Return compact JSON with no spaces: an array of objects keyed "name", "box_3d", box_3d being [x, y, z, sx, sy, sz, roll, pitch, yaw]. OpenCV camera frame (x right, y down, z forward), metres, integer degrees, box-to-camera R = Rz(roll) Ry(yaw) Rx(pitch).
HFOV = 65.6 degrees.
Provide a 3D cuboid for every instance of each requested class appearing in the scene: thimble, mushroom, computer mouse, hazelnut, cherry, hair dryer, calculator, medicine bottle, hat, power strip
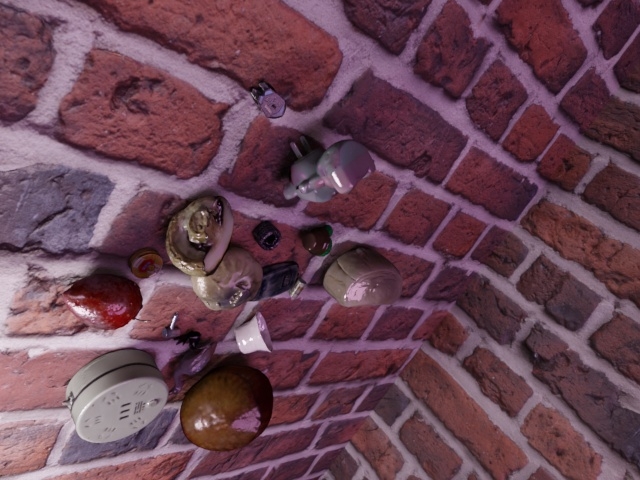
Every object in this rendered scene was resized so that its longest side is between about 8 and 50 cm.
[{"name":"thimble","box_3d":[-0.200,-0.016,1.892,0.095,0.066,0.104,-49,146,8]},{"name":"mushroom","box_3d":[-0.400,-0.017,1.628,0.189,0.163,0.267,30,67,-76]},{"name":"computer mouse","box_3d":[-0.162,-0.436,1.546,0.079,0.047,0.135,-41,132,5]},{"name":"hazelnut","box_3d":[-0.403,0.732,2.197,0.421,0.353,0.421,-41,178,-2]},{"name":"cherry","box_3d":[-0.675,0.189,1.546,0.249,0.192,0.175,20,75,-44]},{"name":"hair dryer","box_3d":[-0.558,0.318,1.900,0.063,0.037,0.115,4,115,-47]},{"name":"calculator","box_3d":[-0.198,0.173,2.099,0.268,0.040,0.177,-17,138,-38]},{"name":"medicine bottle","box_3d":[-0.102,0.213,2.213,0.047,0.047,0.083,15,113,-49]},{"name":"hat","box_3d":[-0.293,0.411,2.140,0.126,0.203,0.203,-19,140,-1]},{"name":"power strip","box_3d":[-0.761,0.582,1.848,0.357,0.161,0.358,-25,139,-24]}]

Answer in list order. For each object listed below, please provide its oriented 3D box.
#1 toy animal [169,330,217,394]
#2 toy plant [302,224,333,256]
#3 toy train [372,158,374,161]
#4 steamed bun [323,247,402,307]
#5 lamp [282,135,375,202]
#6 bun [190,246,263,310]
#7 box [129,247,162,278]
[{"name":"toy animal","box_3d":[-0.541,0.506,2.044,0.195,0.090,0.324,11,108,-41]},{"name":"toy plant","box_3d":[0.000,0.000,2.072,0.200,0.105,0.143,-1,113,-64]},{"name":"toy train","box_3d":[0.180,-0.293,2.008,0.093,0.038,0.056,-38,145,-9]},{"name":"steamed bun","box_3d":[0.217,0.167,2.311,0.383,0.247,0.236,1,113,-37]},{"name":"lamp","box_3d":[0.008,-0.254,1.702,0.247,0.301,0.248,-44,109,-35]},{"name":"bun","box_3d":[-0.337,0.150,1.840,0.272,0.168,0.273,-18,136,-19]},{"name":"box","box_3d":[-0.578,0.076,1.646,0.105,0.037,0.106,-25,140,-24]}]
